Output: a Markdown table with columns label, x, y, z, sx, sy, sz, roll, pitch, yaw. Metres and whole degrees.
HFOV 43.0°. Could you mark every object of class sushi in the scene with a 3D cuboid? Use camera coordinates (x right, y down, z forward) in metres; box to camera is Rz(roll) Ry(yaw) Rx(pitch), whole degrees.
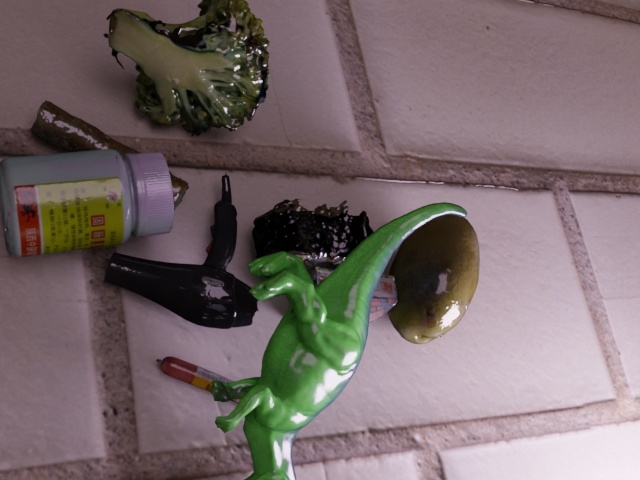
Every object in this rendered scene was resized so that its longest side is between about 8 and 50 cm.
| label | x | y | z | sx | sy | sz | roll | pitch | yaw |
| --- | --- | --- | --- | --- | --- | --- | --- | --- | --- |
| sushi | 0.000 | 0.000 | 1.319 | 0.212 | 0.147 | 0.115 | 6 | 64 | -24 |

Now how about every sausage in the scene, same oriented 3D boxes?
| label | x | y | z | sx | sy | sz | roll | pitch | yaw |
| --- | --- | --- | --- | --- | --- | --- | --- | --- | --- |
| sausage | -0.142 | 0.220 | 1.209 | 0.223 | 0.029 | 0.029 | 26 | 58 | -16 |

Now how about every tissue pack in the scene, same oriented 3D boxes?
| label | x | y | z | sx | sy | sz | roll | pitch | yaw |
| --- | --- | --- | --- | --- | --- | --- | --- | --- | --- |
| tissue pack | 0.035 | 0.094 | 1.317 | 0.148 | 0.108 | 0.060 | 7 | 61 | -25 |

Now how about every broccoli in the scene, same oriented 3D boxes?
| label | x | y | z | sx | sy | sz | roll | pitch | yaw |
| --- | --- | --- | --- | --- | --- | --- | --- | --- | --- |
| broccoli | -0.210 | -0.314 | 1.313 | 0.273 | 0.242 | 0.180 | 29 | 35 | -22 |

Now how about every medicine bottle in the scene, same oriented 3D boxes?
| label | x | y | z | sx | sy | sz | roll | pitch | yaw |
| --- | --- | --- | --- | --- | --- | --- | --- | --- | --- |
| medicine bottle | -0.332 | -0.057 | 1.147 | 0.225 | 0.139 | 0.139 | -8 | 72 | -23 |

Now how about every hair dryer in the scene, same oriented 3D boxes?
| label | x | y | z | sx | sy | sz | roll | pitch | yaw |
| --- | --- | --- | --- | --- | --- | --- | --- | --- | --- |
| hair dryer | -0.193 | 0.001 | 1.265 | 0.235 | 0.091 | 0.272 | 18 | 52 | -9 |

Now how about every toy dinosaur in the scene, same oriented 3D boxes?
| label | x | y | z | sx | sy | sz | roll | pitch | yaw |
| --- | --- | --- | --- | --- | --- | --- | --- | --- | --- |
| toy dinosaur | 0.056 | 0.175 | 1.193 | 0.500 | 0.144 | 0.374 | -17 | 97 | -21 |

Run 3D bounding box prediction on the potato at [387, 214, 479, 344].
| label | x | y | z | sx | sy | sz | roll | pitch | yaw |
| --- | --- | --- | --- | --- | --- | --- | --- | --- | --- |
| potato | 0.197 | 0.056 | 1.383 | 0.159 | 0.174 | 0.251 | 26 | 58 | -17 |

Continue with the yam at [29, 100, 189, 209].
| label | x | y | z | sx | sy | sz | roll | pitch | yaw |
| --- | --- | --- | --- | --- | --- | --- | --- | --- | --- |
| yam | -0.320 | -0.128 | 1.251 | 0.253 | 0.061 | 0.061 | 31 | 57 | -14 |
